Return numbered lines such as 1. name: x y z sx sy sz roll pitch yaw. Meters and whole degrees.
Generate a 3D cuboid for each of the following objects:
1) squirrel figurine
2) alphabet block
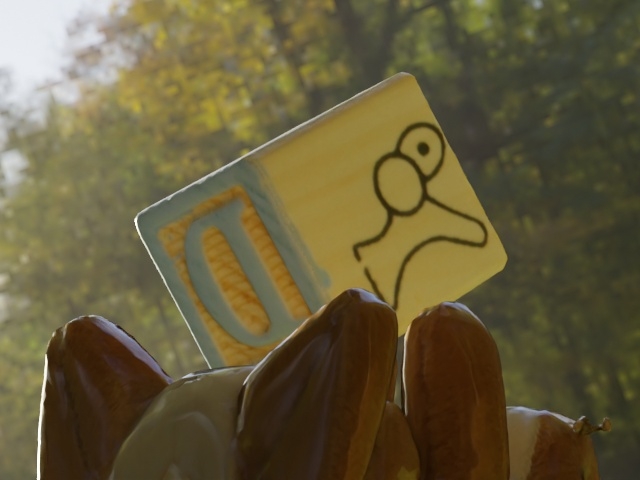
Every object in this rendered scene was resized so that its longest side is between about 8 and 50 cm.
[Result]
1. squirrel figurine: 0.045 0.239 1.191 0.281 0.397 0.370 -16 -26 41
2. alphabet block: 0.000 0.000 1.617 0.197 0.192 0.193 -30 6 -38
